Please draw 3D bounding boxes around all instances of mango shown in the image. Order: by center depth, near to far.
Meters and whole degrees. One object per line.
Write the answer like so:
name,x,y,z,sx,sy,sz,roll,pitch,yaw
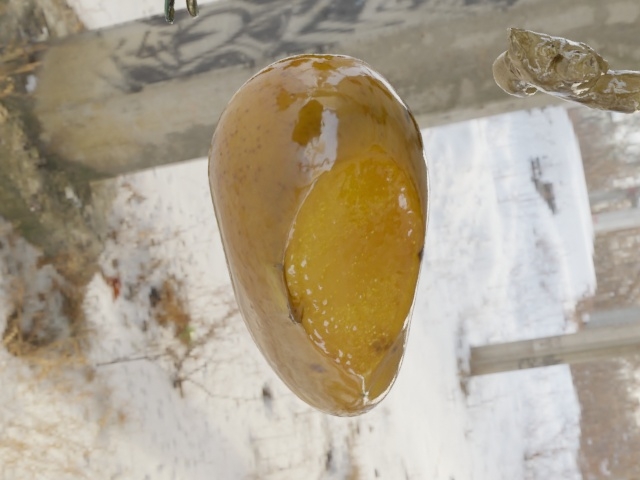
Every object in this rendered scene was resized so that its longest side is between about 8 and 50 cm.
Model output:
mango,0.000,0.000,0.725,0.191,0.160,0.290,-132,-148,-61

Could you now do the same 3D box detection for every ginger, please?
ginger,0.279,-0.176,1.027,0.133,0.214,0.059,156,-56,-79

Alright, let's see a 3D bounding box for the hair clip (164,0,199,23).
hair clip,-0.143,-0.297,0.920,0.049,0.049,0.173,-33,124,-76
